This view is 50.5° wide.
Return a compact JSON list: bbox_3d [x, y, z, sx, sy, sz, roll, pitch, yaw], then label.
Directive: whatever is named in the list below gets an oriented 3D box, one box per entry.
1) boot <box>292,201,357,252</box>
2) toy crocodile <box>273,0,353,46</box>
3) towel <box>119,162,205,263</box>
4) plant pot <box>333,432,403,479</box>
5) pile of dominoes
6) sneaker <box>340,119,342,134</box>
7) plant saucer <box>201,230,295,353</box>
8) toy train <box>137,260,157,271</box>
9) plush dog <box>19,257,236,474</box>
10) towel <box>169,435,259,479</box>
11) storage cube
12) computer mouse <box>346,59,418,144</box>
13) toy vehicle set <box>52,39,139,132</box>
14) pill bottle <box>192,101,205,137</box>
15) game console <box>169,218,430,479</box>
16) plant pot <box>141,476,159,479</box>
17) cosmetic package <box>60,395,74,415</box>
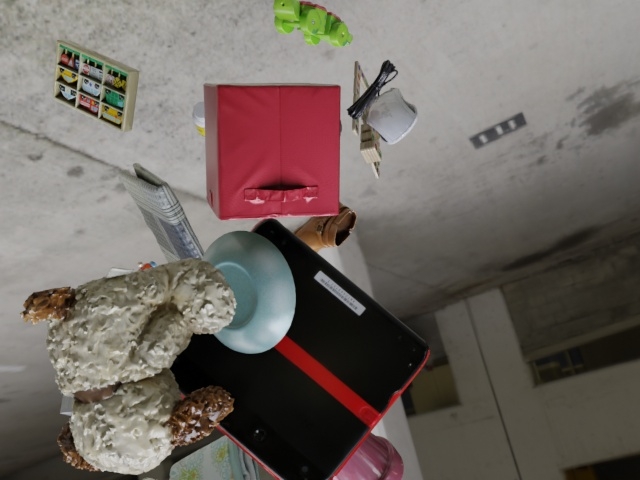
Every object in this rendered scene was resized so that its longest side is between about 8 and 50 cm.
[{"bbox_3d":[0.000,0.000,1.527,0.073,0.197,0.152,19,-178,-34],"label":"boot"},{"bbox_3d":[-0.017,-0.601,1.858,0.115,0.105,0.341,14,-173,34],"label":"toy crocodile"},{"bbox_3d":[-0.361,-0.032,1.648,0.056,0.312,0.324,-35,-151,-21],"label":"towel"},{"bbox_3d":[0.069,0.521,1.614,0.201,0.180,0.201,-32,-158,14],"label":"plant pot"},{"bbox_3d":[0.134,-0.308,1.734,0.040,0.251,0.196,-9,147,21],"label":"pile of dominoes"},{"bbox_3d":[-0.091,-0.272,1.576,0.330,0.147,0.130,0,-175,42],"label":"sneaker"},{"bbox_3d":[-0.128,0.082,1.043,0.195,0.194,0.037,-25,172,31],"label":"plant saucer"},{"bbox_3d":[-0.407,0.133,1.528,0.046,0.166,0.125,-12,128,38],"label":"toy train"},{"bbox_3d":[-0.231,0.158,0.792,0.263,0.225,0.211,-19,174,22],"label":"plush dog"},{"bbox_3d":[-0.304,0.768,1.930,0.321,0.374,0.090,-32,141,26],"label":"towel"},{"bbox_3d":[-0.081,-0.145,1.047,0.184,0.193,0.215,-3,-165,-14],"label":"storage cube"},{"bbox_3d":[0.093,-0.203,1.005,0.042,0.193,0.106,38,105,-26],"label":"computer mouse"},{"bbox_3d":[-0.598,-0.411,1.796,0.035,0.267,0.165,-30,140,-55],"label":"toy vehicle set"},{"bbox_3d":[-0.301,-0.319,1.777,0.065,0.065,0.116,-13,167,-5],"label":"pill bottle"},{"bbox_3d":[-0.056,0.199,1.170,0.342,0.387,0.060,-50,176,-11],"label":"game console"},{"bbox_3d":[-0.209,0.516,0.935,0.253,0.276,0.276,-55,173,-16],"label":"plant pot"},{"bbox_3d":[-0.552,0.410,1.775,0.107,0.127,0.238,-12,151,26],"label":"cosmetic package"}]
